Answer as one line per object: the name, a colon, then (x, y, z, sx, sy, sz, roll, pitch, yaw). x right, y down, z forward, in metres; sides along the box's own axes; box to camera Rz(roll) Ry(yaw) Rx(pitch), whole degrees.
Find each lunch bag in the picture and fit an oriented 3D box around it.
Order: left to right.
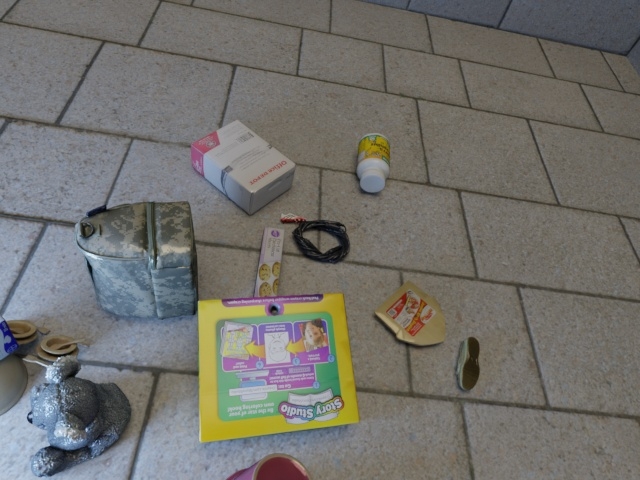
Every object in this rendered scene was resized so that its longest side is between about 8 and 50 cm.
lunch bag: (-0.441, 0.053, 1.145, 0.255, 0.305, 0.213, -6, 55, -19)

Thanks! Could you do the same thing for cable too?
cable: (0.000, 0.000, 1.458, 0.184, 0.047, 0.151, 8, 57, -10)

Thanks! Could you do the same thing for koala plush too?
koala plush: (-0.509, 0.346, 0.959, 0.203, 0.221, 0.196, -10, 56, -20)

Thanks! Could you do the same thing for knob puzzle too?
knob puzzle: (0.277, 0.230, 1.353, 0.213, 0.030, 0.213, 7, 52, -9)

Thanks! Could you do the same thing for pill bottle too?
pill bottle: (0.188, -0.275, 1.657, 0.117, 0.118, 0.209, 12, 52, -4)

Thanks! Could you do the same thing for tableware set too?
tableware set: (-0.659, 0.226, 1.086, 0.194, 0.039, 0.128, 20, 14, 2)

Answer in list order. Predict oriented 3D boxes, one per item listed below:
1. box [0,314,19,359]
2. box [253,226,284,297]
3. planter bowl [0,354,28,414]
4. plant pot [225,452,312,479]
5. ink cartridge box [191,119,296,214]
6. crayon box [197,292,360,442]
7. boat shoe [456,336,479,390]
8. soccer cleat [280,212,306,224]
box: (-0.706, 0.212, 0.937, 0.072, 0.126, 0.137, 36, 50, 13)
box: (-0.151, 0.107, 1.324, 0.067, 0.063, 0.324, 11, 52, -8)
planter bowl: (-0.744, 0.299, 1.012, 0.161, 0.109, 0.162, 7, 52, -9)
plant pot: (-0.105, 0.523, 0.911, 0.201, 0.180, 0.201, 21, 31, -13)
ink cartridge box: (-0.253, -0.244, 1.529, 0.283, 0.117, 0.207, 39, 55, 17)
crayon box: (-0.108, 0.298, 1.122, 0.362, 0.106, 0.313, -1, 70, -14)
boat shoe: (0.407, 0.344, 1.295, 0.056, 0.048, 0.153, 23, 58, -11)
soccer cleat: (-0.088, -0.073, 1.497, 0.083, 0.029, 0.036, -1, 58, -8)
